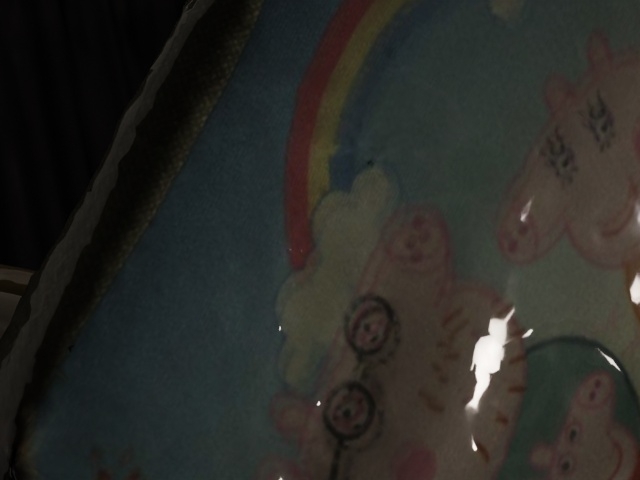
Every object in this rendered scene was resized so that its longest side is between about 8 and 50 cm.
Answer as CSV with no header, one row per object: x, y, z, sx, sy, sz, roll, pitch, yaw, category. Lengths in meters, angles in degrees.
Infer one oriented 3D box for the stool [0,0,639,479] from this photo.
0.000,0.000,0.766,0.310,0.310,0.226,34,171,-37,stool
